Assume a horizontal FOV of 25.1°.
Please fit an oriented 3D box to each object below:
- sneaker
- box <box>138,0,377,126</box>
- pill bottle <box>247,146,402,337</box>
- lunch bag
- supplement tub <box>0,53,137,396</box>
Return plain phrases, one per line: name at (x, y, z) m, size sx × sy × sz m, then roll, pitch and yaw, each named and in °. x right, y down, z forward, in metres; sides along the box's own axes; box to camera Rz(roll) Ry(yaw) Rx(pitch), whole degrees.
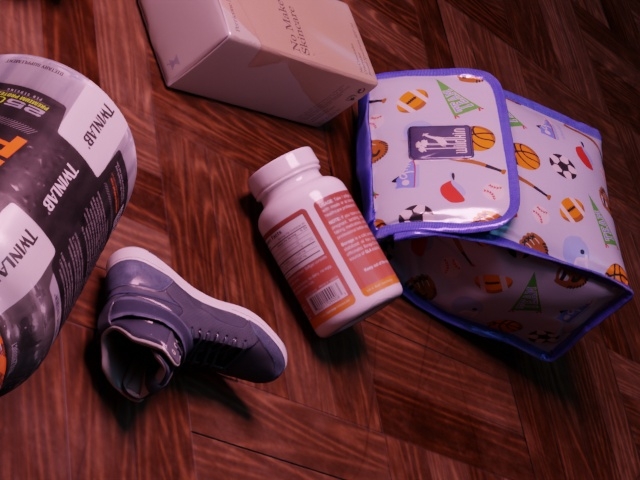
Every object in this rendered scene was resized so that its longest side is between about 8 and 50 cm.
sneaker at (-0.133, 0.120, 1.479) m, size 0.226 × 0.086 × 0.163 m, roll 32°, pitch 27°, yaw -20°
box at (-0.078, -0.261, 1.894) m, size 0.311 × 0.121 × 0.148 m, roll 8°, pitch 56°, yaw -52°
pill bottle at (0.000, 0.000, 1.761) m, size 0.121 × 0.121 × 0.216 m, roll -17°, pitch 76°, yaw -59°
lunch bag at (0.227, -0.056, 2.044) m, size 0.385 × 0.239 × 0.328 m, roll 21°, pitch 44°, yaw -22°
supplement tub at (-0.301, -0.001, 1.250) m, size 0.207 × 0.207 × 0.338 m, roll 45°, pitch 32°, yaw -19°
